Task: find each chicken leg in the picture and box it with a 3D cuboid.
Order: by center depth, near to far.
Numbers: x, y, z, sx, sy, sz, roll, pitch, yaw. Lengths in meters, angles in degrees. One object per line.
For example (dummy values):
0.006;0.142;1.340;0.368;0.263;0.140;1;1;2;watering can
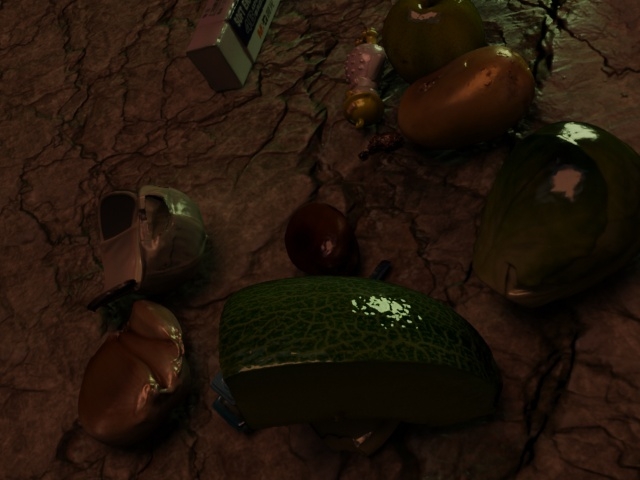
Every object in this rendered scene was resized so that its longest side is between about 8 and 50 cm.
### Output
0.103;-0.167;1.756;0.083;0.021;0.036;-17;56;17;chicken leg

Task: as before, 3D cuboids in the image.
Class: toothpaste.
0.083;0.063;1.574;0.027;0.019;0.083;-6;45;57;toothpaste

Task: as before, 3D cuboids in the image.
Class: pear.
0.188;-0.363;1.736;0.180;0.216;0.166;13;62;24;pear

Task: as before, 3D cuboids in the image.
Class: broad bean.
0.000;0.000;1.629;0.114;0.084;0.165;-48;40;-10;broad bean

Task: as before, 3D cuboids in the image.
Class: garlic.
-0.281;0.226;1.585;0.217;0.110;0.228;-48;34;2;garlic

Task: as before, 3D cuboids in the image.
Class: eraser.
-0.171;-0.451;2.078;0.086;0.130;0.287;-4;53;30;eraser

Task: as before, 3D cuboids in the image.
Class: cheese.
0.100;0.204;1.421;0.255;0.050;0.127;-37;44;-3;cheese

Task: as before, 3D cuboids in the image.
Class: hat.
-0.305;0.024;1.746;0.275;0.161;0.232;-34;40;35;hat

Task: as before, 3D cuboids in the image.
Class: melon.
0.055;0.148;1.342;0.343;0.331;0.226;-10;91;2;melon

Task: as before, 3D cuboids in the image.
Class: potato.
0.235;-0.223;1.648;0.234;0.146;0.150;-24;2;29;potato

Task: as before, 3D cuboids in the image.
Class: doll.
0.080;-0.284;1.821;0.129;0.081;0.207;-44;34;54;doll

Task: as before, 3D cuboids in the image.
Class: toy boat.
-0.067;0.171;1.511;0.238;0.098;0.109;-46;49;-13;toy boat

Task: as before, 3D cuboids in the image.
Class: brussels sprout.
0.329;-0.031;1.393;0.271;0.210;0.219;-53;40;3;brussels sprout
